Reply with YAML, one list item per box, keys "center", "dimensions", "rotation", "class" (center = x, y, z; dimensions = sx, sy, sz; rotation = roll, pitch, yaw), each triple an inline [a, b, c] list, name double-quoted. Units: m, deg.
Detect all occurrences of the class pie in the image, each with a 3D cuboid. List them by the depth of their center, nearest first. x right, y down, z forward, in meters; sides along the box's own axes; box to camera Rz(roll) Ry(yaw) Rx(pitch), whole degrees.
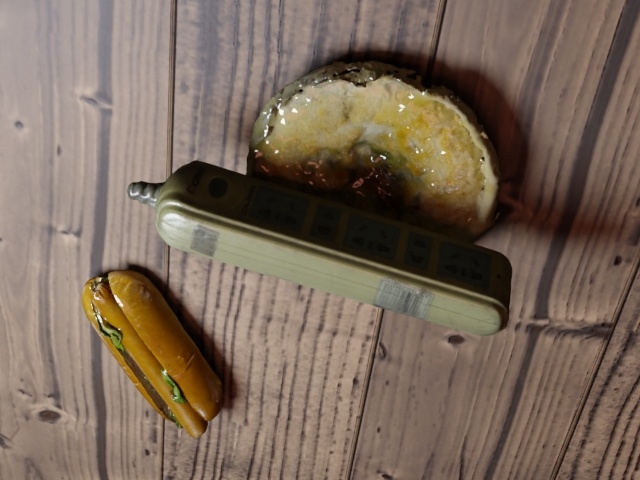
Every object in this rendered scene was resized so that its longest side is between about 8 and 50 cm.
- center: [0.048, -0.062, 1.224]
  dimensions: [0.274, 0.055, 0.274]
  rotation: [7, 133, 8]
  class: "pie"

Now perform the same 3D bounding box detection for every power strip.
- center: [0.000, 0.000, 1.192]
  dimensions: [0.387, 0.092, 0.066]
  rotation: [16, 131, -1]
  class: "power strip"

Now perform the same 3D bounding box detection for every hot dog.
- center: [-0.197, 0.136, 1.454]
  dimensions: [0.100, 0.068, 0.250]
  rotation: [-14, 126, 26]
  class: "hot dog"
